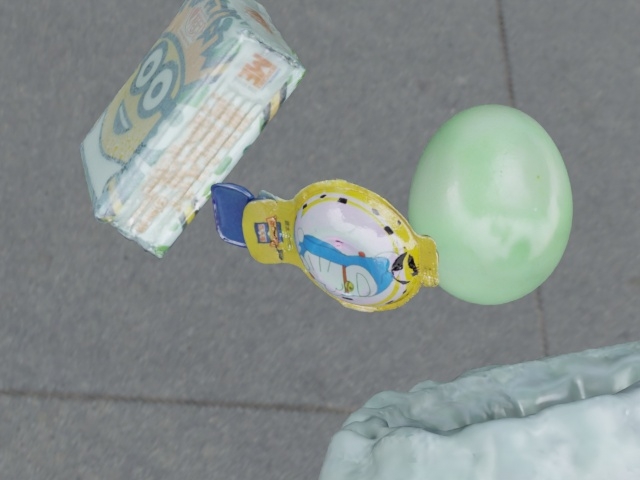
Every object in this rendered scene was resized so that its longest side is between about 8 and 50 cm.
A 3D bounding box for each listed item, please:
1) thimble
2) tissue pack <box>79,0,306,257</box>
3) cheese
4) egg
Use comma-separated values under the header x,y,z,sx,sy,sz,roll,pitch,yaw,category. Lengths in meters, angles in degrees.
x,y,z,sx,sy,sz,roll,pitch,yaw,category
0.115,0.119,0.552,0.250,0.205,0.171,-14,91,-41,thimble
-0.172,-0.165,1.752,0.128,0.311,0.228,31,16,-30,tissue pack
0.000,0.000,1.337,0.250,0.156,0.064,14,40,28,cheese
0.229,-0.048,1.840,0.221,0.220,0.269,5,95,-17,egg
